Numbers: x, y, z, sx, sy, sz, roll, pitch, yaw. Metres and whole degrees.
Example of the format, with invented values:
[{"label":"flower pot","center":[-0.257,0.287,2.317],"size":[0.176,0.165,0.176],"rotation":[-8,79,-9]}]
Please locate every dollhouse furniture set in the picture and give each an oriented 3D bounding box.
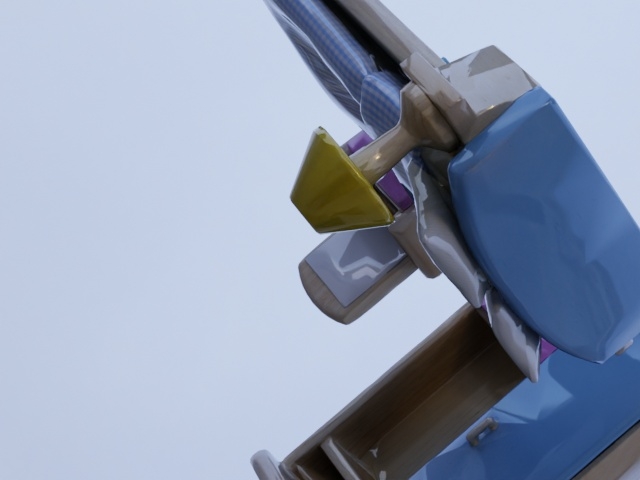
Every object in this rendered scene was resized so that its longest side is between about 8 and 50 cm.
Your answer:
[{"label":"dollhouse furniture set","center":[0.000,0.000,0.856],"size":[0.286,0.198,0.303],"rotation":[50,0,44]}]
